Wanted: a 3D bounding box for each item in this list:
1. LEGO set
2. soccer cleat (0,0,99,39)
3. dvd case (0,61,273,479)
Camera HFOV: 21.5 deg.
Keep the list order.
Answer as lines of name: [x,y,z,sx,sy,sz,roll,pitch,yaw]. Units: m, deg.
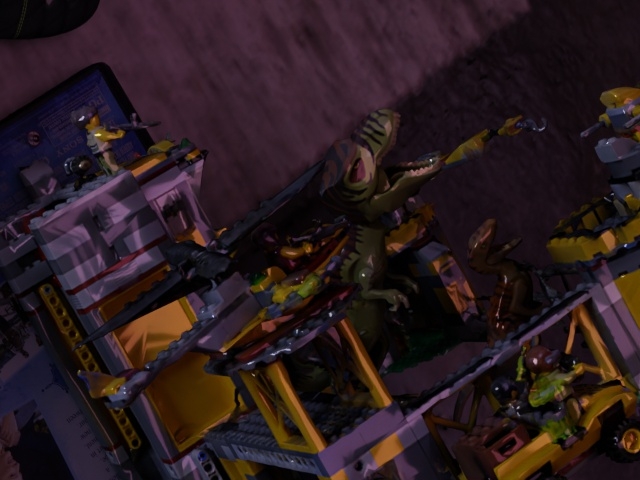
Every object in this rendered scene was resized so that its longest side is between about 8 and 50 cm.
LEGO set: [0.000,0.000,0.707,0.255,0.331,0.192,-31,100,-14]
soccer cleat: [-0.172,-0.135,0.756,0.179,0.072,0.060,16,74,-33]
dvd case: [-0.108,0.064,0.805,0.180,0.022,0.253,-38,105,-34]
